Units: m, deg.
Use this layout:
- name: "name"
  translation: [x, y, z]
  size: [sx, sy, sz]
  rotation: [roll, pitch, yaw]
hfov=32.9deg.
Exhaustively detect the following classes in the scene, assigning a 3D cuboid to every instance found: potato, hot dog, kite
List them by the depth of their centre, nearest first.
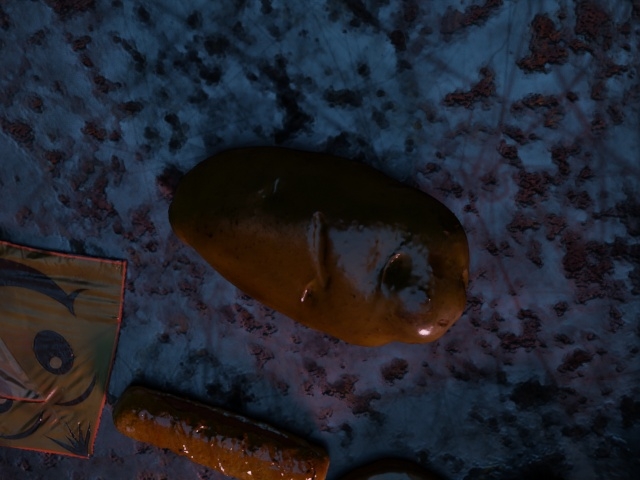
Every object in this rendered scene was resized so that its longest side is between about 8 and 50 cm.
- name: "potato"
  translation: [0.000, 0.000, 1.282]
  size: [0.369, 0.176, 0.195]
  rotation: [21, 142, 4]
- name: "hot dog"
  translation: [-0.128, 0.258, 1.381]
  size: [0.286, 0.061, 0.087]
  rotation: [16, 114, -2]
- name: "kite"
  translation: [-0.385, 0.150, 1.382]
  size: [0.378, 0.013, 0.327]
  rotation: [-31, 101, 5]

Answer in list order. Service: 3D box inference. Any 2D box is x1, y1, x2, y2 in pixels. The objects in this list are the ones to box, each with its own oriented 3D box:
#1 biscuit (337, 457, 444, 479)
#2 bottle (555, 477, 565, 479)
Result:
- name: "biscuit"
  translation: [0.139, 0.453, 1.420]
  size: [0.314, 0.063, 0.367]
  rotation: [-38, 99, 10]
- name: "bottle"
  translation: [0.219, 0.390, 1.347]
  size: [0.244, 0.072, 0.082]
  rotation: [-30, 62, -2]
